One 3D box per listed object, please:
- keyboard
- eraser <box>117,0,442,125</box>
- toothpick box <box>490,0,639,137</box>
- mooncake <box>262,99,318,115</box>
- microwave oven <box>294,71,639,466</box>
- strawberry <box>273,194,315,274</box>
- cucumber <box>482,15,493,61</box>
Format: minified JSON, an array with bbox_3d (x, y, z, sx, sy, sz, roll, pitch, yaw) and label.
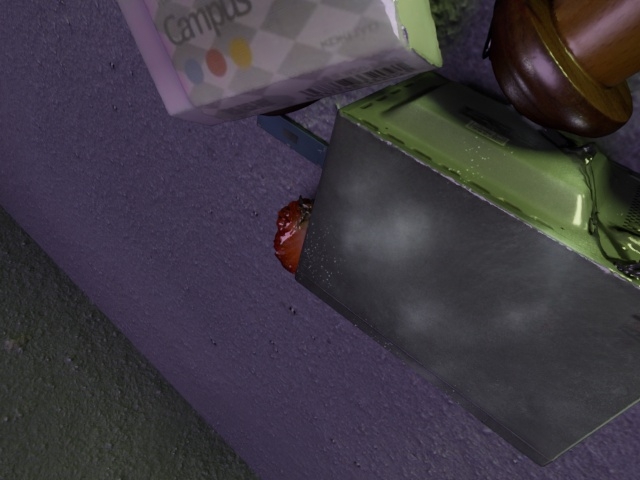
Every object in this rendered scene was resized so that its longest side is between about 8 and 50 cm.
[{"bbox_3d":[-0.056,-0.206,0.900,0.176,0.014,0.055,37,138,18],"label":"keyboard"},{"bbox_3d":[-0.072,-0.260,0.567,0.397,0.082,0.213,-2,119,38],"label":"eraser"},{"bbox_3d":[0.299,-0.226,0.416,0.192,0.192,0.294,53,140,-1],"label":"toothpick box"},{"bbox_3d":[-0.087,-0.355,0.694,0.334,0.174,0.325,-8,117,44],"label":"mooncake"},{"bbox_3d":[0.221,0.014,0.628,0.432,0.236,0.374,36,137,19],"label":"microwave oven"},{"bbox_3d":[-0.007,0.000,0.945,0.175,0.106,0.236,5,131,-3],"label":"strawberry"},{"bbox_3d":[0.231,-0.286,0.561,0.134,0.033,0.034,110,152,-45],"label":"cucumber"}]
